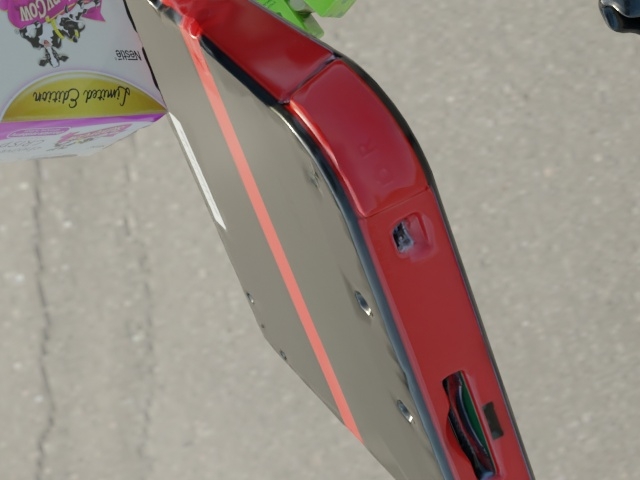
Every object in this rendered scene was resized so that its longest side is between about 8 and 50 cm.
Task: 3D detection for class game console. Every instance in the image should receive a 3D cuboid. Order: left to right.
[{"bbox_3d":[0.000,0.000,1.219,0.342,0.060,0.386,44,160,50],"label":"game console"}]

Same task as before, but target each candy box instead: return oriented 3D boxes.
[{"bbox_3d":[-0.196,-0.163,1.069,0.071,0.159,0.233,-25,83,31],"label":"candy box"}]

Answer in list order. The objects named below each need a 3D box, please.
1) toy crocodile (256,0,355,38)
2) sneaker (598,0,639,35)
[{"bbox_3d":[-0.001,-0.243,1.762,0.340,0.105,0.115,-42,81,16],"label":"toy crocodile"},{"bbox_3d":[0.372,-0.170,1.631,0.283,0.124,0.107,28,156,-1],"label":"sneaker"}]
